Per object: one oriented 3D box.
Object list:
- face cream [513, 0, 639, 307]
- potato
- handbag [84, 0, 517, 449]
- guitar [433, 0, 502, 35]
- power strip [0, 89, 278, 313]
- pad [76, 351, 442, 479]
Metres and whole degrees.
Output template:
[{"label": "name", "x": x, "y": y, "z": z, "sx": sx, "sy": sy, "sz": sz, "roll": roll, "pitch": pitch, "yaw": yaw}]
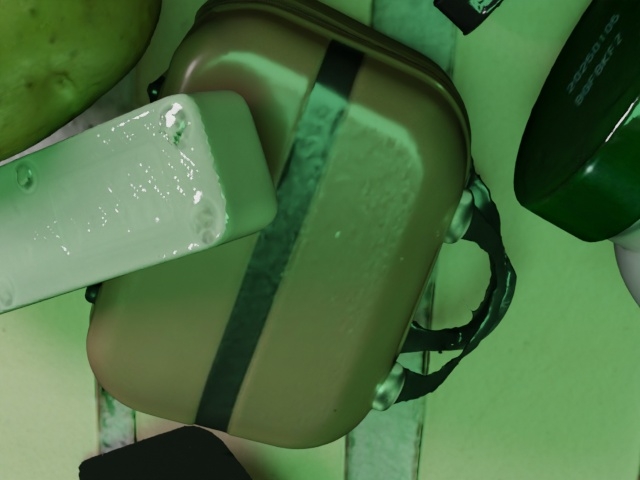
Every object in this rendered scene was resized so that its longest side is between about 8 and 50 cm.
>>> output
[{"label": "face cream", "x": 0.320, "y": -0.028, "z": 0.809, "sx": 0.357, "sy": 0.219, "sz": 0.312, "roll": 28, "pitch": 142, "yaw": -9}, {"label": "potato", "x": -0.219, "y": -0.175, "z": 0.834, "sx": 0.242, "sy": 0.285, "sz": 0.242, "roll": -12, "pitch": 146, "yaw": -9}, {"label": "handbag", "x": 0.000, "y": 0.000, "z": 0.917, "sx": 0.283, "sy": 0.149, "sz": 0.302, "roll": 20, "pitch": 111, "yaw": -4}, {"label": "guitar", "x": 0.177, "y": -0.238, "z": 0.842, "sx": 0.038, "sy": 0.084, "sz": 0.271, "roll": 44, "pitch": 104, "yaw": -10}, {"label": "power strip", "x": -0.195, "y": -0.002, "z": 0.871, "sx": 0.385, "sy": 0.062, "sz": 0.091, "roll": -17, "pitch": 89, "yaw": 36}, {"label": "pad", "x": -0.012, "y": 0.219, "z": 1.056, "sx": 0.323, "sy": 0.055, "sz": 0.250, "roll": -29, "pitch": 106, "yaw": 17}]
